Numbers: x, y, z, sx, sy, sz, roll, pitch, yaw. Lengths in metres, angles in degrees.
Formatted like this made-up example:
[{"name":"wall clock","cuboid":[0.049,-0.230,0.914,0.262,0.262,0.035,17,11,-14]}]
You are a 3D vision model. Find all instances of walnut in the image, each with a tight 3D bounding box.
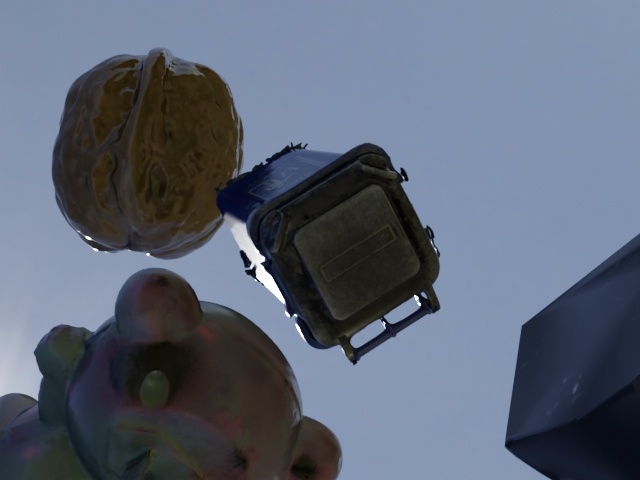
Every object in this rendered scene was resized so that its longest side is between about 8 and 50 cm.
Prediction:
[{"name":"walnut","cuboid":[-0.204,-0.108,1.918,0.257,0.225,0.257,6,-90,-87]}]

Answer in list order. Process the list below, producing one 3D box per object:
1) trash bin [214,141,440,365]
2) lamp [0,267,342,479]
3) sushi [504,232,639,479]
[{"name":"trash bin","cuboid":[0.000,0.000,1.604,0.163,0.234,0.184,-32,-70,-13]},{"name":"lamp","cuboid":[-0.159,0.182,1.328,0.247,0.301,0.247,50,-157,-16]},{"name":"sushi","cuboid":[0.218,0.092,0.572,0.227,0.215,0.212,41,-149,-12]}]
